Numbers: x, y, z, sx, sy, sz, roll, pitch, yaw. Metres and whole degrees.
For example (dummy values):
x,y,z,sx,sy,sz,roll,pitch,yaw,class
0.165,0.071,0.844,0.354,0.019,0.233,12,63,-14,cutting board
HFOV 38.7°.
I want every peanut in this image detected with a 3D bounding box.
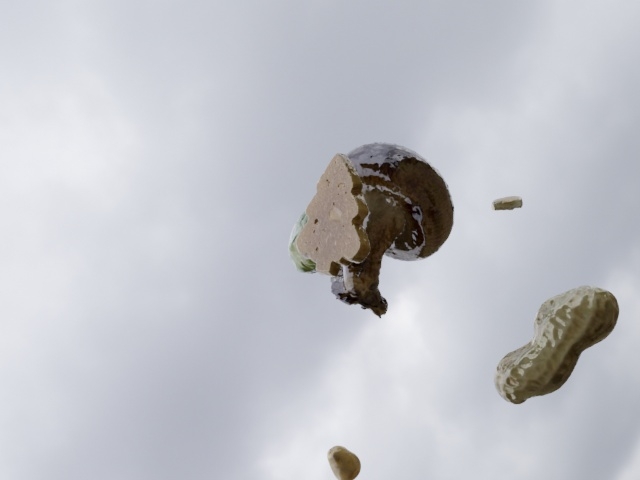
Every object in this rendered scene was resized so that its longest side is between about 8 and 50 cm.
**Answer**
x,y,z,sx,sy,sz,roll,pitch,yaw,class
0.461,0.204,1.802,0.298,0.136,0.120,-50,-10,8,peanut

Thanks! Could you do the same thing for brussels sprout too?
x,y,z,sx,sy,sz,roll,pitch,yaw,class
-0.002,-0.005,2.093,0.162,0.143,0.181,-33,1,-23,brussels sprout

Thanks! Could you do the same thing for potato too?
x,y,z,sx,sy,sz,roll,pitch,yaw,class
0.052,0.507,2.077,0.068,0.062,0.083,-42,-74,-23,potato

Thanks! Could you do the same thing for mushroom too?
x,y,z,sx,sy,sz,roll,pitch,yaw,class
0.127,-0.058,2.224,0.356,0.331,0.334,-32,-40,-25,mushroom

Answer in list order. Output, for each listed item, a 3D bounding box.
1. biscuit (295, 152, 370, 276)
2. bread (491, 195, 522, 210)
x,y,z,sx,sy,sz,roll,pitch,yaw,class
0.032,-0.048,1.751,0.041,0.212,0.238,10,-93,-35,biscuit
0.499,-0.098,2.433,0.070,0.083,0.035,-55,-41,-79,bread
